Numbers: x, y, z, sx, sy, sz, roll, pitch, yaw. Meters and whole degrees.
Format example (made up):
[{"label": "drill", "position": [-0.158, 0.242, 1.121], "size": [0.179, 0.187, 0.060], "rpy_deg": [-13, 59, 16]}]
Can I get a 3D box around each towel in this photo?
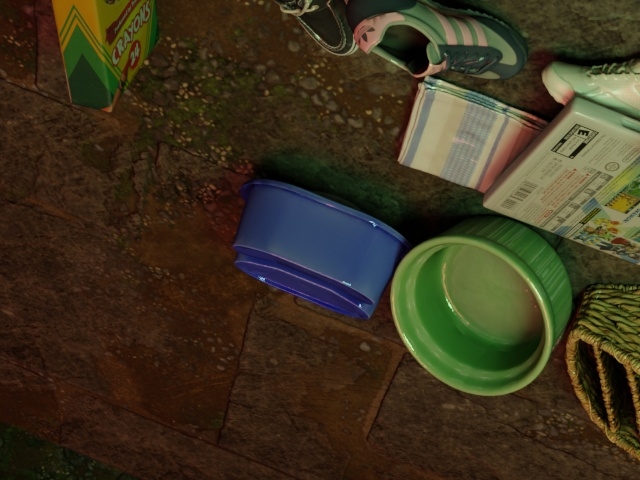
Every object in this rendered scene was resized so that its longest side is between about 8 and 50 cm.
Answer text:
[{"label": "towel", "position": [0.274, -0.149, 2.033], "size": [0.285, 0.034, 0.209], "rpy_deg": [21, 141, 4]}]

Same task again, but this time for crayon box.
[{"label": "crayon box", "position": [-0.341, -0.387, 1.948], "size": [0.081, 0.202, 0.318], "rpy_deg": [14, 140, 12]}]

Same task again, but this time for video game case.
[{"label": "video game case", "position": [0.454, -0.084, 1.935], "size": [0.300, 0.036, 0.329], "rpy_deg": [20, 152, -9]}]

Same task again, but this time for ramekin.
[{"label": "ramekin", "position": [0.288, 0.104, 2.152], "size": [0.303, 0.148, 0.303], "rpy_deg": [16, 122, 28]}]

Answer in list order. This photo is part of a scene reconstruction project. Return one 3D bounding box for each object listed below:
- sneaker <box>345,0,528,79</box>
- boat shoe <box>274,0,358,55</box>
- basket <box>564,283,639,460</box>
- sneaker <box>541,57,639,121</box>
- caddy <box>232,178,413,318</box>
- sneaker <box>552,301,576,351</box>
[{"label": "sneaker", "position": [0.174, -0.275, 1.804], "size": [0.319, 0.131, 0.112], "rpy_deg": [15, 142, -26]}, {"label": "boat shoe", "position": [-0.032, -0.387, 1.868], "size": [0.108, 0.102, 0.301], "rpy_deg": [-6, 132, 32]}, {"label": "basket", "position": [0.538, 0.250, 2.196], "size": [0.214, 0.223, 0.299], "rpy_deg": [3, 137, 25]}, {"label": "sneaker", "position": [0.445, -0.234, 1.822], "size": [0.232, 0.090, 0.115], "rpy_deg": [16, 134, -3]}, {"label": "caddy", "position": [0.000, 0.000, 2.233], "size": [0.341, 0.179, 0.241], "rpy_deg": [22, 164, 4]}, {"label": "sneaker", "position": [0.353, 0.170, 2.299], "size": [0.130, 0.109, 0.286], "rpy_deg": [43, 135, -9]}]
